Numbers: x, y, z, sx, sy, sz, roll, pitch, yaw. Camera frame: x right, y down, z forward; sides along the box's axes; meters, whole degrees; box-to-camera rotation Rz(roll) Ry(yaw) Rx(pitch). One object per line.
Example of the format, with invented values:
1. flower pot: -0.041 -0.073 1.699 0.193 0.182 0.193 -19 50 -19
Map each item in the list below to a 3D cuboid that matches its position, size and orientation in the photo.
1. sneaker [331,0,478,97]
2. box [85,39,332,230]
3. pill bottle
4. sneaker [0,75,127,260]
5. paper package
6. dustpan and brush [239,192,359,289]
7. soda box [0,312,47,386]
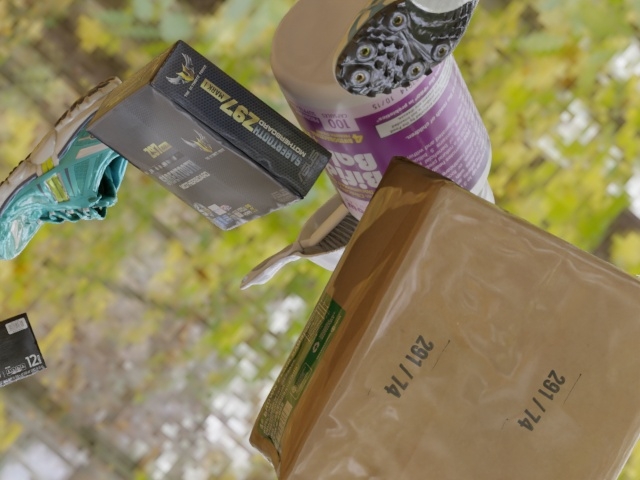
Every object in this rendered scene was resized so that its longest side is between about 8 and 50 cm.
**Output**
1. sneaker: 0.088 -0.215 1.537 0.237 0.085 0.086 -52 -142 -5
2. box: -0.114 -0.096 1.839 0.059 0.183 0.233 -58 -165 -19
3. pill bottle: 0.075 -0.113 1.917 0.169 0.169 0.301 -50 139 -19
4. sneaker: -0.283 -0.060 2.118 0.275 0.110 0.107 -43 180 29
5. paper package: 0.140 0.129 1.781 0.324 0.310 0.168 -63 -165 4
6. dustpan and brush: 0.000 0.000 2.136 0.211 0.060 0.147 -43 -157 17
7. soda box: -0.321 0.115 1.597 0.169 0.053 0.060 -21 -178 -27
